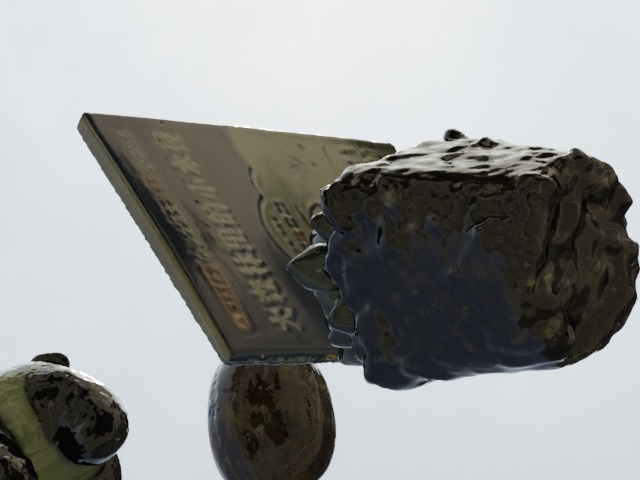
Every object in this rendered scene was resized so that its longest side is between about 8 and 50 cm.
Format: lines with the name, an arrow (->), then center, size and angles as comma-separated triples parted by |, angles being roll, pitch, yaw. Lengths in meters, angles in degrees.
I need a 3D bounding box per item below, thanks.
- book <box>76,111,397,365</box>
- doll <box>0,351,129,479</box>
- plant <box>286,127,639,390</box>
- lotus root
book -> 0.000, 0.000, 1.281 | 0.322, 0.018, 0.228 | 2, -137, -46
doll -> -0.248, 0.180, 1.364 | 0.135, 0.143, 0.234 | 36, -132, 22
plant -> 0.068, 0.010, 0.979 | 0.132, 0.194, 0.129 | -21, -78, -45
lotus root -> -0.045, 0.174, 1.665 | 0.120, 0.120, 0.209 | 15, -133, -28
